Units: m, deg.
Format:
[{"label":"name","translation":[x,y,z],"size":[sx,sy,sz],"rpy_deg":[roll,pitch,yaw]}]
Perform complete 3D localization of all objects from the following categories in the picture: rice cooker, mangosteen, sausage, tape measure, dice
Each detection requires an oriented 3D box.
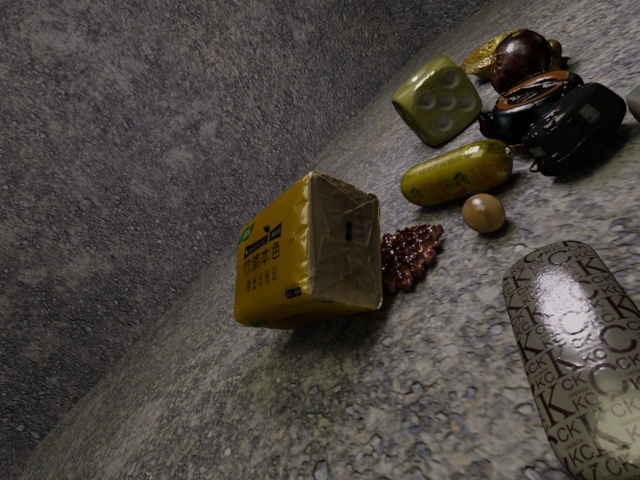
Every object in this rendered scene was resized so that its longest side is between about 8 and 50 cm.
[{"label":"rice cooker","translation":[0.497,-0.218,0.815],"size":[0.203,0.118,0.142],"rpy_deg":[-46,2,-5]},{"label":"mangosteen","translation":[0.623,-0.524,1.227],"size":[0.217,0.192,0.192],"rpy_deg":[-2,23,1]},{"label":"sausage","translation":[0.333,-0.163,1.045],"size":[0.123,0.123,0.347],"rpy_deg":[-52,19,-28]},{"label":"tape measure","translation":[0.518,-0.309,0.986],"size":[0.202,0.135,0.223],"rpy_deg":[-33,20,-2]},{"label":"dice","translation":[0.412,-0.495,1.475],"size":[0.227,0.233,0.238],"rpy_deg":[-40,17,12]}]

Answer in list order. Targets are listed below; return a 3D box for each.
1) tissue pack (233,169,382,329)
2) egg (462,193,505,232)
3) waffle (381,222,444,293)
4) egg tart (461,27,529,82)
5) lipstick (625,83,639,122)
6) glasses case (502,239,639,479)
[{"label":"tissue pack","translation":[-0.047,0.050,1.012],"size":[0.382,0.228,0.293],"rpy_deg":[-29,55,53]},{"label":"egg","translation":[0.340,-0.055,0.850],"size":[0.080,0.080,0.096],"rpy_deg":[-41,15,4]},{"label":"waffle","translation":[0.185,0.043,0.998],"size":[0.234,0.055,0.221],"rpy_deg":[-11,36,54]},{"label":"egg tart","translation":[0.692,-0.720,1.622],"size":[0.291,0.107,0.290],"rpy_deg":[-33,21,14]},{"label":"lipstick","translation":[0.598,-0.203,0.650],"size":[0.079,0.077,0.252],"rpy_deg":[-36,19,23]},{"label":"glasses case","translation":[0.312,0.118,0.493],"size":[0.137,0.085,0.354],"rpy_deg":[-32,21,27]}]
